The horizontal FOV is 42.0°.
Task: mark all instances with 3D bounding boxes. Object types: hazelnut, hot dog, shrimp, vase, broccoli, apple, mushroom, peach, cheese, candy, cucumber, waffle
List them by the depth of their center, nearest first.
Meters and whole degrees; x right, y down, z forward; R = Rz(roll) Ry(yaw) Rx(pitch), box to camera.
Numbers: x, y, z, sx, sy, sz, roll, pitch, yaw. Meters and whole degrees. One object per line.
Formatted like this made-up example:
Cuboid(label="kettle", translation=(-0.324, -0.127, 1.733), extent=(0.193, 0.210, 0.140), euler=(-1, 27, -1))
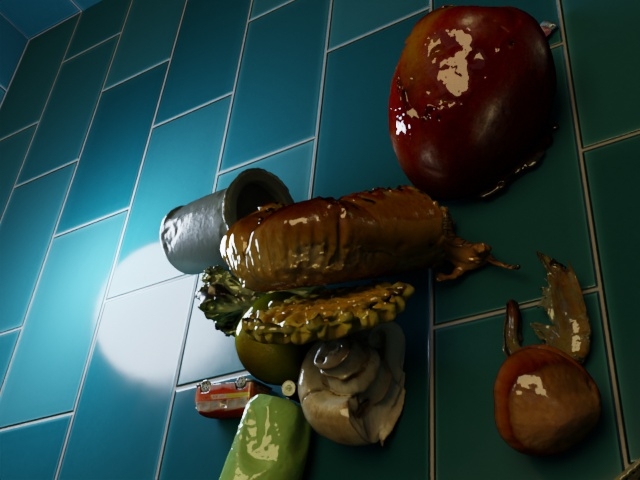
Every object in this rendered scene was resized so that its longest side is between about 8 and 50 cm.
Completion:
Cuboid(label="hazelnut", translation=(0.366, 0.259, 1.348), extent=(0.182, 0.182, 0.182), euler=(-21, 46, 24))
Cuboid(label="shrimp", translation=(0.398, 0.139, 1.499), extent=(0.173, 0.058, 0.253), euler=(-33, 44, 26))
Cuboid(label="waffle", translation=(0.006, 0.134, 1.537), extent=(0.329, 0.062, 0.329), euler=(-13, 6, 1))
Cuboid(label="mushroom", translation=(0.040, 0.257, 1.580), extent=(0.188, 0.195, 0.254), euler=(-11, 49, 36))
Cuboid(label="candy", translation=(-0.121, 0.468, 1.583), extent=(0.142, 0.132, 0.344), euler=(-10, 51, 44))
Cuboid(label="hot dog", translation=(0.000, 0.000, 1.632), extent=(0.367, 0.365, 0.196), euler=(-16, 85, 55))
Cuboid(label="cucumber", translation=(-0.043, 0.306, 1.658), extent=(0.032, 0.133, 0.032), euler=(-6, 69, 15))
Cuboid(label="apple", translation=(-0.078, 0.204, 1.718), extent=(0.156, 0.196, 0.196), euler=(20, 71, 41))
Cuboid(label="peach", translation=(0.304, -0.288, 1.773), extent=(0.339, 0.352, 0.417), euler=(29, 119, 54))
Cuboid(label="broccoli", translation=(-0.126, 0.129, 1.872), extent=(0.303, 0.165, 0.146), euler=(-1, 49, 22))
Cuboid(label="cheese", translation=(0.484, -0.458, 1.925), extent=(0.145, 0.038, 0.095), euler=(-43, 42, -7))
Cuboid(label="vase", translation=(-0.232, -0.030, 2.024), extent=(0.291, 0.245, 0.245), euler=(-13, 50, 41))

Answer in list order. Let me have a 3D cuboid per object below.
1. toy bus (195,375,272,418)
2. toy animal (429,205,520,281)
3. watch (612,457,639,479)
Cuboid(label="toy bus", translation=(-0.193, 0.341, 1.789), extent=(0.174, 0.079, 0.077), euler=(-12, 60, 32))
Cuboid(label="toy animal", translation=(0.295, 0.027, 1.652), extent=(0.255, 0.116, 0.114), euler=(28, 120, 44))
Cuboid(label="watch", translation=(0.538, 0.359, 1.185), extent=(0.268, 0.102, 0.165), euler=(-43, 42, 14))
